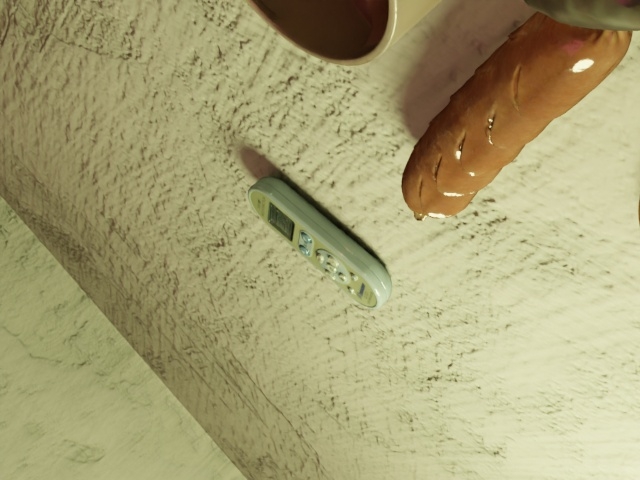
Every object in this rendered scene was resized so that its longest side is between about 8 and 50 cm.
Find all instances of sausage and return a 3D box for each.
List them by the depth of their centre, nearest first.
[{"bbox_3d":[0.156,-0.108,0.990,0.088,0.088,0.433,46,156,3],"label":"sausage"}]

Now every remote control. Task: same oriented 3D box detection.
[{"bbox_3d":[0.000,0.000,1.464,0.244,0.047,0.087,41,159,15],"label":"remote control"}]

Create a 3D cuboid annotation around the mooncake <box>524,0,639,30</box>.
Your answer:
[{"bbox_3d":[0.202,-0.220,0.468,0.306,0.306,0.154,14,138,52],"label":"mooncake"}]

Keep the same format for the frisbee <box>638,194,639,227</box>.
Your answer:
[{"bbox_3d":[0.373,0.019,0.892,0.251,0.021,0.251,38,156,21],"label":"frisbee"}]

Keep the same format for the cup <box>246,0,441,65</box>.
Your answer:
[{"bbox_3d":[0.023,-0.284,0.788,0.253,0.200,0.191,46,157,1],"label":"cup"}]

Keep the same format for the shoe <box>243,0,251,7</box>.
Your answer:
[{"bbox_3d":[-0.149,-0.320,1.012,0.342,0.210,0.132,56,155,-19],"label":"shoe"}]
